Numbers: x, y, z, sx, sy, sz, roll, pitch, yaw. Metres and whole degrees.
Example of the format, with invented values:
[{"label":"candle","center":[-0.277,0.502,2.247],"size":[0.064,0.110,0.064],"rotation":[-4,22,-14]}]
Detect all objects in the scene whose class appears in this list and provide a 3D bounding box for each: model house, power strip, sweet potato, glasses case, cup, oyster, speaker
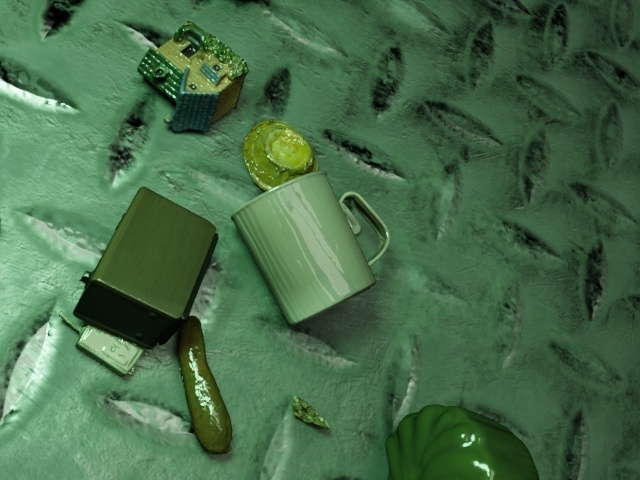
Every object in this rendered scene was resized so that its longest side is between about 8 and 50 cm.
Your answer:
[{"label":"model house","center":[-0.282,-0.334,1.507],"size":[0.183,0.166,0.172],"rotation":[43,61,6]},{"label":"power strip","center":[-0.405,0.180,1.321],"size":[0.175,0.042,0.075],"rotation":[35,61,-12]},{"label":"sweet potato","center":[-0.229,0.274,1.366],"size":[0.075,0.075,0.273],"rotation":[-10,73,-30]},{"label":"glasses case","center":[0.061,-0.050,1.656],"size":[0.032,0.021,0.083],"rotation":[-37,91,-30]},{"label":"cup","center":[-0.014,0.008,1.503],"size":[0.288,0.208,0.273],"rotation":[-19,81,-55]},{"label":"oyster","center":[-0.024,0.354,1.442],"size":[0.038,0.080,0.083],"rotation":[-45,61,-10]},{"label":"speaker","center":[-0.319,0.051,1.323],"size":[0.193,0.153,0.230],"rotation":[29,49,-15]}]

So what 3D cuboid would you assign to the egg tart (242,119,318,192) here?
[{"label":"egg tart","center":[-0.084,-0.189,1.604],"size":[0.191,0.074,0.191],"rotation":[9,68,-22]}]

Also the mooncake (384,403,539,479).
[{"label":"mooncake","center":[0.247,0.499,1.386],"size":[0.187,0.351,0.351],"rotation":[28,61,-29]}]
